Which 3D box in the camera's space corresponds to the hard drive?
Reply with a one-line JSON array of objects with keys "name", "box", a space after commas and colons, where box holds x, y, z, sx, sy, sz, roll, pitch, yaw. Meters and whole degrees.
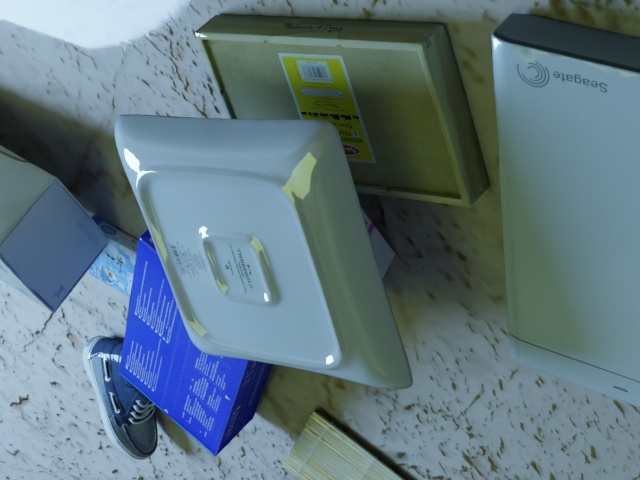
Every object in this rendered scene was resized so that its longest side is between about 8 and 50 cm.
[{"name": "hard drive", "box": [0.258, -0.004, 1.166, 0.233, 0.047, 0.353, 19, 136, 31]}]

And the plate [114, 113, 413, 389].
[{"name": "plate", "box": [-0.065, 0.017, 1.310, 0.278, 0.045, 0.277, 6, 126, 40]}]

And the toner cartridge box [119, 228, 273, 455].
[{"name": "toner cartridge box", "box": [-0.134, 0.108, 1.588, 0.165, 0.075, 0.348, 41, 151, 11]}]

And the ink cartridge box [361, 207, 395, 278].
[{"name": "ink cartridge box", "box": [0.000, 0.000, 1.377, 0.104, 0.061, 0.181, 15, 157, 35]}]

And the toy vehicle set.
[{"name": "toy vehicle set", "box": [0.016, -0.122, 1.293, 0.267, 0.035, 0.166, 10, 132, 38]}]

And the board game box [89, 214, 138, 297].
[{"name": "board game box", "box": [-0.241, 0.025, 1.696, 0.090, 0.020, 0.090, 27, 140, 22]}]

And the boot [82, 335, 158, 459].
[{"name": "boot", "box": [-0.242, 0.212, 1.835, 0.086, 0.069, 0.190, 6, 127, 44]}]

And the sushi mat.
[{"name": "sushi mat", "box": [0.096, 0.329, 1.667, 0.316, 0.019, 0.151, 37, 142, 11]}]

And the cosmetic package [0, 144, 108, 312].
[{"name": "cosmetic package", "box": [-0.416, -0.055, 1.656, 0.309, 0.113, 0.160, 27, 162, 27]}]
